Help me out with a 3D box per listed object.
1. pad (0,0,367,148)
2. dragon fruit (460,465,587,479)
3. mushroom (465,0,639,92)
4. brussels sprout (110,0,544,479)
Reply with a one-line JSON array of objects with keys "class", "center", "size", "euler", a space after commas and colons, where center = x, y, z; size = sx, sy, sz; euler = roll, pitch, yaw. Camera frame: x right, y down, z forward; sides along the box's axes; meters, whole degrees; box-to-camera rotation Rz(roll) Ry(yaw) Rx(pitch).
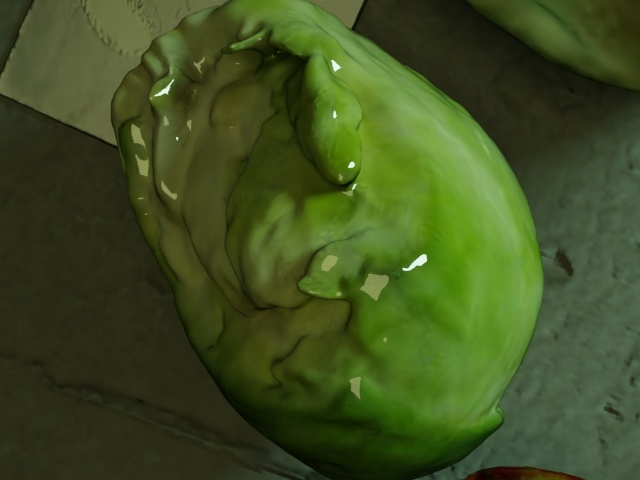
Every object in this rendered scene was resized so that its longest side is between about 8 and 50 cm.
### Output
[{"class": "pad", "center": [-0.040, -0.120, 0.491], "size": [0.127, 0.004, 0.190], "euler": [25, 94, -2]}, {"class": "dragon fruit", "center": [0.030, 0.221, 0.450], "size": [0.268, 0.130, 0.295], "euler": [40, 93, -3]}, {"class": "mushroom", "center": [0.153, -0.187, 0.435], "size": [0.292, 0.212, 0.217], "euler": [18, 49, 10]}, {"class": "brussels sprout", "center": [0.005, 0.002, 0.434], "size": [0.131, 0.145, 0.183], "euler": [-43, 53, 24]}]
